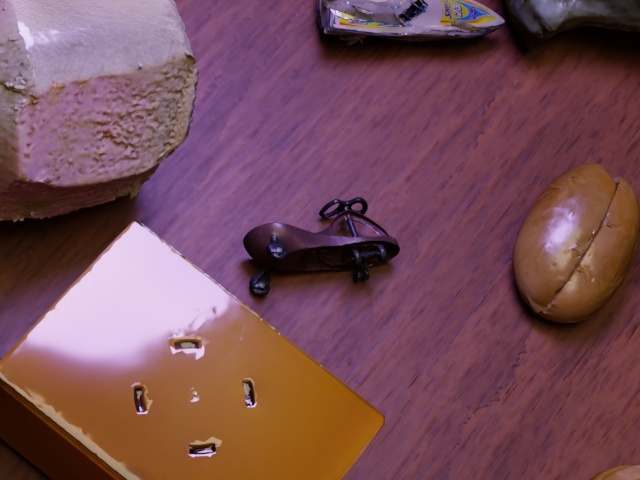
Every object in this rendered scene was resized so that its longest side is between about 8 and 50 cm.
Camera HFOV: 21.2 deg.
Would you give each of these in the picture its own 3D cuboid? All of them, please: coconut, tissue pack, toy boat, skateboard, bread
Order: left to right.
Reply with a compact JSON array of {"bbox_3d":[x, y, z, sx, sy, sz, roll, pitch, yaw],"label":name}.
[{"bbox_3d":[-0.250,-0.128,1.497,0.245,0.233,0.233,-14,69,-31],"label":"coconut"},{"bbox_3d":[-0.118,0.152,1.444,0.274,0.145,0.194,39,61,4],"label":"tissue pack"},{"bbox_3d":[0.000,0.000,1.611,0.151,0.067,0.080,-3,55,-24],"label":"skateboard"},{"bbox_3d":[0.090,-0.234,1.747,0.210,0.066,0.084,4,65,-16],"label":"toy boat"},{"bbox_3d":[0.256,-0.004,1.679,0.114,0.077,0.189,29,62,3],"label":"bread"}]

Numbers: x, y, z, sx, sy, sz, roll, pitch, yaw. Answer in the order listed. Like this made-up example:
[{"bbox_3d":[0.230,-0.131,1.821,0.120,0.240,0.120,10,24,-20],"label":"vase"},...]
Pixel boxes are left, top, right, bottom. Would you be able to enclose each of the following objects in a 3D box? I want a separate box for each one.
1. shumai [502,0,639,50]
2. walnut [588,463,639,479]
[{"bbox_3d":[0.315,-0.281,1.753,0.222,0.261,0.225,-48,117,-25],"label":"shumai"},{"bbox_3d":[0.299,0.271,1.520,0.180,0.144,0.144,11,62,-8],"label":"walnut"}]
